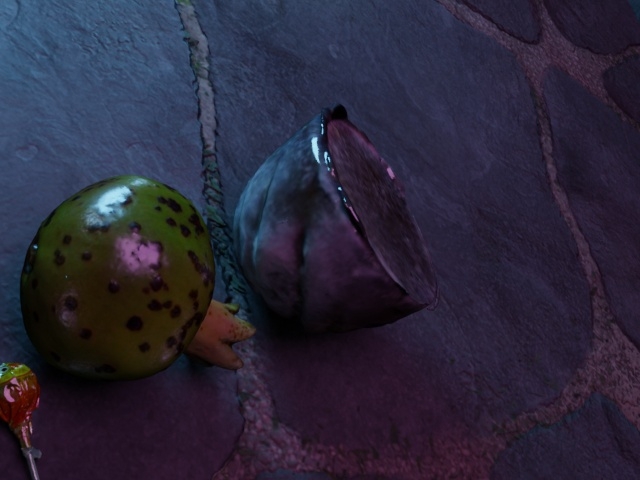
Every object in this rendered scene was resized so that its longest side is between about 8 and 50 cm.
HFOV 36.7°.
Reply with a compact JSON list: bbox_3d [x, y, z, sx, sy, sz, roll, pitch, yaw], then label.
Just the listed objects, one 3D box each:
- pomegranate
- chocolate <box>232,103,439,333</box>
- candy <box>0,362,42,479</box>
[{"bbox_3d":[-0.198,0.042,1.092,0.286,0.231,0.231,1,62,-51],"label":"pomegranate"},{"bbox_3d":[0.000,0.000,1.282,0.303,0.213,0.303,53,20,-28],"label":"chocolate"},{"bbox_3d":[-0.305,0.224,1.007,0.060,0.060,0.201,-12,80,-44],"label":"candy"}]
